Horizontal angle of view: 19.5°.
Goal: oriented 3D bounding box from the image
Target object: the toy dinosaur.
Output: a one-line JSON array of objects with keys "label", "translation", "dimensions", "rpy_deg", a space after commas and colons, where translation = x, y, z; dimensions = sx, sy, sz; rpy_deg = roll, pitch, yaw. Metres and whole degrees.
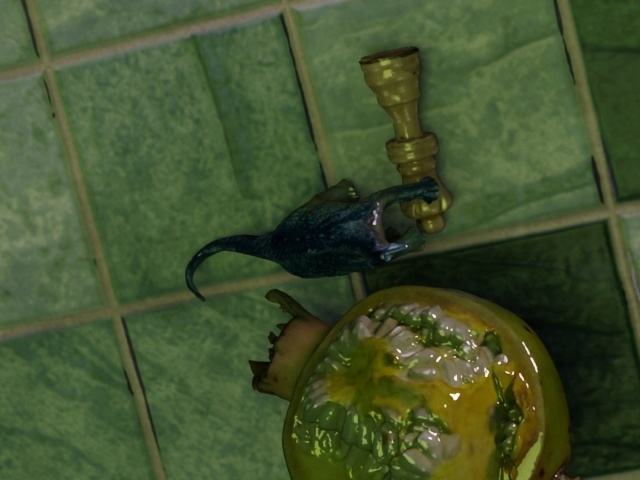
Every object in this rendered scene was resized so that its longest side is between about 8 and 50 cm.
[{"label": "toy dinosaur", "translation": [0.011, -0.004, 1.669], "dimensions": [0.363, 0.147, 0.076], "rpy_deg": [-3, 107, 57]}]

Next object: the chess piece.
[{"label": "chess piece", "translation": [0.082, -0.088, 1.694], "dimensions": [0.060, 0.060, 0.172], "rpy_deg": [-10, 102, 18]}]

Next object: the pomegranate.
[{"label": "pomegranate", "translation": [0.070, 0.153, 1.659], "dimensions": [0.341, 0.260, 0.260], "rpy_deg": [33, 111, 31]}]
